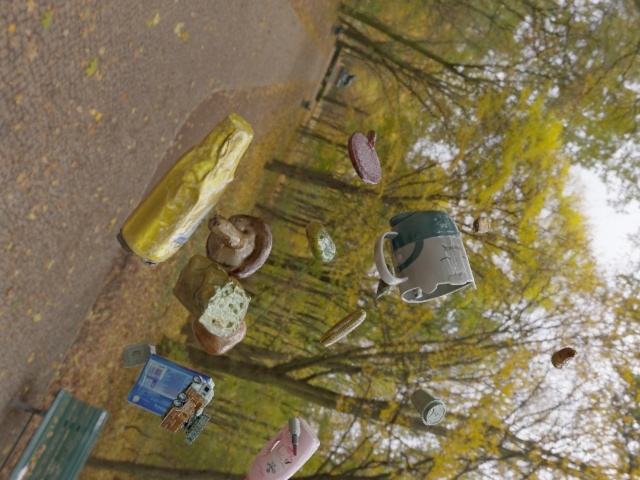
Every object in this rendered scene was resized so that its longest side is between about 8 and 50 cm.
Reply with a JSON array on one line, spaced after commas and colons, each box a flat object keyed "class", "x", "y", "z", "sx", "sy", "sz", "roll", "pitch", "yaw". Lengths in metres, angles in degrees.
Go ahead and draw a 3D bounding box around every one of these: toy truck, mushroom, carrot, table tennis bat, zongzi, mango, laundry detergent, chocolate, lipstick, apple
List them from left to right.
[{"class": "chocolate", "x": -0.328, "y": -0.129, "z": 1.294, "sx": 0.445, "sy": 0.162, "sz": 0.162, "roll": -44, "pitch": -165, "yaw": 24}, {"class": "toy truck", "x": -0.370, "y": 0.483, "z": 1.500, "sx": 0.080, "sy": 0.115, "sz": 0.178, "roll": -51, "pitch": -178, "yaw": 25}, {"class": "apple", "x": -0.401, "y": 0.349, "z": 2.064, "sx": 0.211, "sy": 0.188, "sz": 0.211, "roll": -34, "pitch": 177, "yaw": -2}, {"class": "mushroom", "x": -0.338, "y": 0.025, "z": 2.028, "sx": 0.254, "sy": 0.267, "sz": 0.267, "roll": -15, "pitch": 136, "yaw": -54}, {"class": "laundry detergent", "x": -0.159, "y": 0.769, "z": 1.796, "sx": 0.335, "sy": 0.088, "sz": 0.159, "roll": -43, "pitch": -141, "yaw": -3}, {"class": "lipstick", "x": -0.071, "y": 0.547, "z": 1.443, "sx": 0.025, "sy": 0.025, "sz": 0.107, "roll": -27, "pitch": -140, "yaw": 16}, {"class": "mango", "x": 0.000, "y": -0.001, "z": 1.742, "sx": 0.191, "sy": 0.085, "sz": 0.122, "roll": 73, "pitch": 0, "yaw": -51}, {"class": "table tennis bat", "x": 0.174, "y": -0.326, "z": 1.933, "sx": 0.038, "sy": 0.200, "sz": 0.310, "roll": -23, "pitch": -152, "yaw": 28}, {"class": "zongzi", "x": 0.236, "y": 0.153, "z": 1.943, "sx": 0.113, "sy": 0.052, "sz": 0.104, "roll": 131, "pitch": -30, "yaw": -51}, {"class": "carrot", "x": 0.781, "y": 0.372, "z": 1.660, "sx": 0.248, "sy": 0.059, "sz": 0.059, "roll": 56, "pitch": 53, "yaw": -65}]

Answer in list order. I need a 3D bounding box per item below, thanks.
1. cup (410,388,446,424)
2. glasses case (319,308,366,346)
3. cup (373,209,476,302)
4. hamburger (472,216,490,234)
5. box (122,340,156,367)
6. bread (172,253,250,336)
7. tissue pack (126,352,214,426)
[{"class": "cup", "x": 0.447, "y": 0.698, "z": 2.190, "sx": 0.141, "sy": 0.120, "sz": 0.120, "roll": 32, "pitch": -80, "yaw": 60}, {"class": "glasses case", "x": 0.098, "y": 0.376, "z": 2.232, "sx": 0.234, "sy": 0.064, "sz": 0.079, "roll": -37, "pitch": 162, "yaw": -4}, {"class": "cup", "x": 0.295, "y": 0.049, "z": 1.546, "sx": 0.219, "sy": 0.289, "sz": 0.258, "roll": 134, "pitch": -51, "yaw": -59}, {"class": "hamburger", "x": 0.707, "y": -0.066, "z": 2.284, "sx": 0.044, "sy": 0.083, "sz": 0.076, "roll": 8, "pitch": -76, "yaw": 57}, {"class": "box", "x": -0.720, "y": 0.459, "z": 2.078, "sx": 0.069, "sy": 0.122, "sz": 0.084, "roll": 56, "pitch": 17, "yaw": -67}, {"class": "bread", "x": -0.378, "y": 0.184, "z": 1.791, "sx": 0.196, "sy": 0.252, "sz": 0.238, "roll": -42, "pitch": 142, "yaw": -11}, {"class": "tissue pack", "x": -0.572, "y": 0.581, "z": 2.000, "sx": 0.146, "sy": 0.263, "sz": 0.198, "roll": 101, "pitch": 11, "yaw": -66}]
